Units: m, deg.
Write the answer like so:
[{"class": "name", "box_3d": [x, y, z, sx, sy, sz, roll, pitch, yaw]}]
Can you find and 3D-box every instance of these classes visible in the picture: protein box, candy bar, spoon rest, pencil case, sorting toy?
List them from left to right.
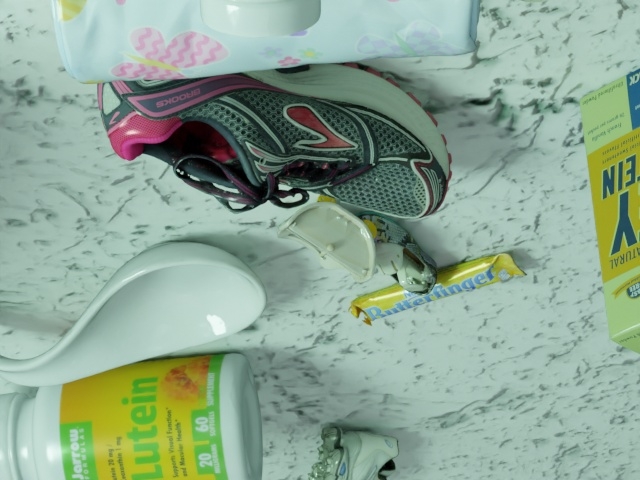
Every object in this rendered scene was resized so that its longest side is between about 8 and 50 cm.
[{"class": "spoon rest", "box_3d": [-0.177, 0.067, 1.577, 0.276, 0.084, 0.137, -13, 149, 19]}, {"class": "pencil case", "box_3d": [-0.032, -0.163, 1.156, 0.273, 0.113, 0.124, -5, 150, 6]}, {"class": "sorting toy", "box_3d": [0.000, 0.000, 1.516, 0.083, 0.045, 0.075, 34, 154, -15]}, {"class": "candy bar", "box_3d": [0.098, 0.041, 1.616, 0.161, 0.018, 0.040, -19, 146, 25]}, {"class": "protein box", "box_3d": [0.308, -0.010, 1.356, 0.136, 0.201, 0.200, -27, 142, 36]}]

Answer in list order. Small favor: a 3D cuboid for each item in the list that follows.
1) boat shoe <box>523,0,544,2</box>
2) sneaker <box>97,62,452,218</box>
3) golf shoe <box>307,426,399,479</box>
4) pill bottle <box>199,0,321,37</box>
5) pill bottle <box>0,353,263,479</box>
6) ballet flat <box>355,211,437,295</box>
[{"class": "boat shoe", "box_3d": [0.214, -0.214, 1.143, 0.233, 0.084, 0.079, -20, -176, 16]}, {"class": "sneaker", "box_3d": [-0.034, -0.067, 1.325, 0.299, 0.112, 0.121, 19, 144, -33]}, {"class": "golf shoe", "box_3d": [0.034, 0.249, 1.928, 0.086, 0.069, 0.176, -2, 152, -12]}, {"class": "pill bottle", "box_3d": [-0.035, -0.203, 1.034, 0.094, 0.094, 0.169, -1, 117, -1]}, {"class": "pill bottle", "box_3d": [-0.183, 0.181, 1.721, 0.246, 0.136, 0.136, -6, 150, 6]}, {"class": "ballet flat", "box_3d": [0.064, 0.015, 1.547, 0.041, 0.041, 0.114, -18, 146, 26]}]
